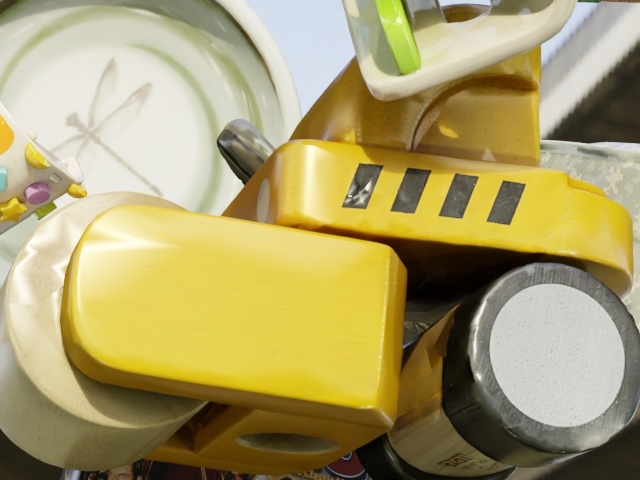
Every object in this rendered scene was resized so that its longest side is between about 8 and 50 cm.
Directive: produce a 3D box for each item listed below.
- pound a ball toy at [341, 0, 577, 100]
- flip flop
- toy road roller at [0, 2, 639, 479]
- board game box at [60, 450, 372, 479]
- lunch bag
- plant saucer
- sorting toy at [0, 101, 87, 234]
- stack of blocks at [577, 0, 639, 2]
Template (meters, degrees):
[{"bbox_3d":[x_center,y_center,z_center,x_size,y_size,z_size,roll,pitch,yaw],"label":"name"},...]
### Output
[{"bbox_3d":[0.037,-0.219,0.919,0.135,0.319,0.208,-22,-60,6],"label":"pound a ball toy"},{"bbox_3d":[0.041,-0.010,1.481,0.277,0.080,0.112,41,-12,-8],"label":"flip flop"},{"bbox_3d":[0.000,0.000,0.992,0.329,0.241,0.202,7,-18,-15],"label":"toy road roller"},{"bbox_3d":[-0.031,0.161,1.119,0.243,0.165,0.042,21,-21,-18],"label":"board game box"},{"bbox_3d":[0.328,0.016,2.029,0.168,0.235,0.287,5,4,-21],"label":"lunch bag"},{"bbox_3d":[-0.217,-0.095,1.908,0.400,0.401,0.100,17,2,-4],"label":"plant saucer"},{"bbox_3d":[-0.173,-0.025,1.037,0.075,0.045,0.083,-39,-32,6],"label":"sorting toy"},{"bbox_3d":[0.196,-0.329,1.501,0.171,0.087,0.297,8,-42,40],"label":"stack of blocks"}]
